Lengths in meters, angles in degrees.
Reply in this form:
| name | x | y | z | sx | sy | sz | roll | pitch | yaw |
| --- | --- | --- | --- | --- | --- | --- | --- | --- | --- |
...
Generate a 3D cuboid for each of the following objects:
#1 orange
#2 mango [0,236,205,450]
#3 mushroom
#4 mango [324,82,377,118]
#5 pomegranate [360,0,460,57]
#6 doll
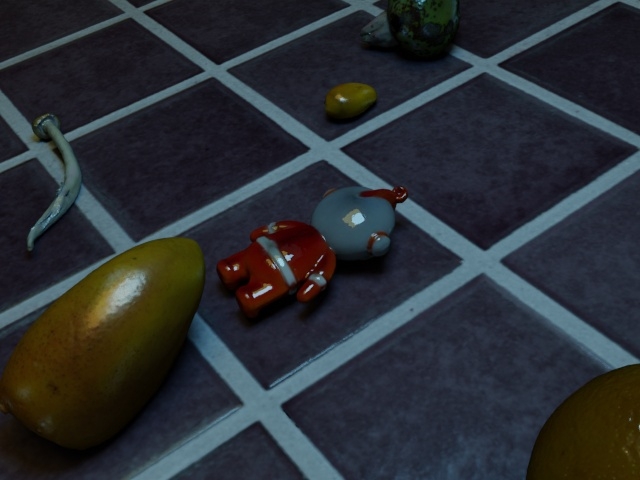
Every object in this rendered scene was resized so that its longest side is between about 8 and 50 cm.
| name | x | y | z | sx | sy | sz | roll | pitch | yaw |
| --- | --- | --- | --- | --- | --- | --- | --- | --- | --- |
| orange | 0.248 | 0.190 | 0.599 | 0.205 | 0.206 | 0.206 | -5 | 42 | 4 |
| mango | -0.207 | 0.096 | 0.824 | 0.126 | 0.154 | 0.252 | 31 | 68 | 27 |
| mushroom | -0.374 | -0.090 | 1.135 | 0.068 | 0.043 | 0.306 | -27 | 44 | 5 |
| mango | 0.046 | -0.206 | 1.187 | 0.089 | 0.046 | 0.060 | -17 | 43 | -29 |
| pomegranate | 0.152 | -0.349 | 1.289 | 0.125 | 0.163 | 0.138 | 21 | 53 | -25 |
| doll | 0.000 | 0.000 | 0.944 | 0.245 | 0.076 | 0.142 | -29 | 46 | -16 |
